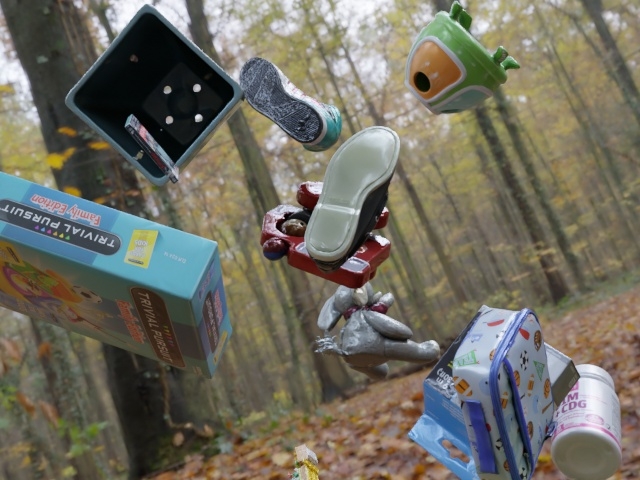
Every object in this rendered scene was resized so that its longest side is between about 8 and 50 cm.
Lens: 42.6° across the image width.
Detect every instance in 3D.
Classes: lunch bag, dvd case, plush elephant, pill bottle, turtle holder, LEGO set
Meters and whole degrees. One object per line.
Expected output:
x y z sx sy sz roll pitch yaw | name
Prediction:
0.342 0.293 1.509 0.115 0.303 0.243 -2 29 33 | lunch bag
-0.273 -0.149 1.335 0.013 0.119 0.087 -39 21 4 | dvd case
0.128 0.221 2.302 0.330 0.255 0.272 17 -31 -27 | plush elephant
0.657 0.443 2.029 0.160 0.160 0.283 -27 16 29 | pill bottle
0.333 -0.439 2.058 0.227 0.243 0.320 -46 10 17 | turtle holder
-0.022 0.559 1.684 0.107 0.287 0.132 -43 -33 11 | LEGO set

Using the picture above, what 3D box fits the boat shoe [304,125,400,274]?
0.068 -0.076 1.622 0.127 0.340 0.113 13 -32 14 | boat shoe

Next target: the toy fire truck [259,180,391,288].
0.000 0.000 1.812 0.302 0.169 0.254 21 26 20 | toy fire truck

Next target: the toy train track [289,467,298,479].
-0.059 0.587 2.038 0.083 0.048 0.014 -27 -41 -35 | toy train track

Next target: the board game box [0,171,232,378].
-0.283 0.041 0.992 0.336 0.079 0.254 18 -27 8 | board game box

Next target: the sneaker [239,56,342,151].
-0.054 -0.309 1.928 0.124 0.295 0.178 -48 -28 12 | sneaker

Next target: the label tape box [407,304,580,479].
0.357 0.342 1.771 0.334 0.240 0.106 -50 -39 -8 | label tape box

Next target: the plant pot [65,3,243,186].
-0.301 -0.278 1.638 0.247 0.248 0.252 -48 1 6 | plant pot
